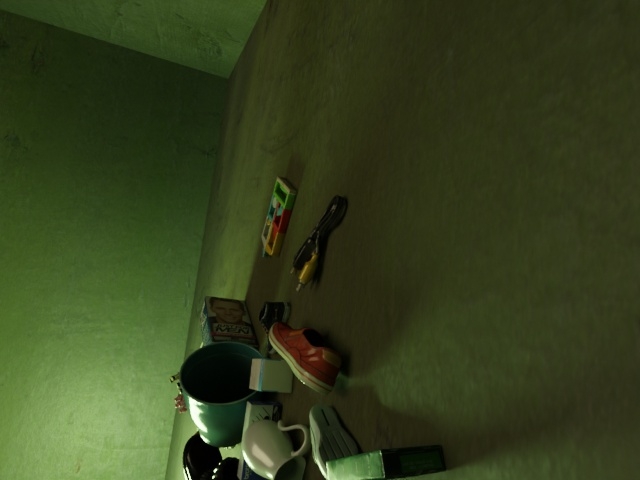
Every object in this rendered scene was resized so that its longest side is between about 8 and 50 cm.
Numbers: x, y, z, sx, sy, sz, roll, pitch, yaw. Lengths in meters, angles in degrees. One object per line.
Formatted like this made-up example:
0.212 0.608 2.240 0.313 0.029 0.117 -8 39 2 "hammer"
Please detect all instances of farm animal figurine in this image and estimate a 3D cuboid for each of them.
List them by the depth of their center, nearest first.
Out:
-0.436 0.644 1.759 0.327 0.172 0.330 -27 82 50 "farm animal figurine"

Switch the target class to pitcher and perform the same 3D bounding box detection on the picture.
-0.108 0.528 1.143 0.207 0.125 0.177 17 75 57 "pitcher"

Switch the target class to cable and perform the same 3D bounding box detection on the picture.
0.000 0.000 1.211 0.287 0.072 0.139 -57 12 20 "cable"

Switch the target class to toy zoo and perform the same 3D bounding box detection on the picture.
-0.161 -0.070 1.618 0.192 0.030 0.293 -130 54 -62 "toy zoo"

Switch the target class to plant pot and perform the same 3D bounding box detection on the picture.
-0.310 0.515 1.451 0.271 0.272 0.255 -118 29 -57 "plant pot"

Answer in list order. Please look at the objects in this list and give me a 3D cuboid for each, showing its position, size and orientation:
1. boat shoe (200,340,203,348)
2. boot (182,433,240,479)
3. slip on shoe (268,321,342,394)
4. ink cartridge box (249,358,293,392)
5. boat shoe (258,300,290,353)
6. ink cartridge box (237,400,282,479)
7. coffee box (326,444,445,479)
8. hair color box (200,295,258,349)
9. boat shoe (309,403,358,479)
-0.533 0.583 2.142 0.092 0.103 0.285 -118 39 -49 "boat shoe"
-0.337 0.738 1.415 0.348 0.131 0.260 59 140 37 "boot"
-0.038 0.263 1.095 0.101 0.123 0.331 -57 22 -6 "slip on shoe"
-0.148 0.393 1.303 0.143 0.092 0.089 152 125 -62 "ink cartridge box"
-0.159 0.270 1.396 0.065 0.083 0.183 -131 54 -62 "boat shoe"
-0.174 0.574 1.281 0.046 0.097 0.206 165 114 -65 "ink cartridge box"
0.097 0.361 0.710 0.184 0.113 0.040 -48 41 50 "coffee box"
-0.364 0.348 1.733 0.347 0.174 0.105 -131 55 -62 "hair color box"
0.026 0.432 0.913 0.226 0.083 0.075 -121 33 -74 "boat shoe"
